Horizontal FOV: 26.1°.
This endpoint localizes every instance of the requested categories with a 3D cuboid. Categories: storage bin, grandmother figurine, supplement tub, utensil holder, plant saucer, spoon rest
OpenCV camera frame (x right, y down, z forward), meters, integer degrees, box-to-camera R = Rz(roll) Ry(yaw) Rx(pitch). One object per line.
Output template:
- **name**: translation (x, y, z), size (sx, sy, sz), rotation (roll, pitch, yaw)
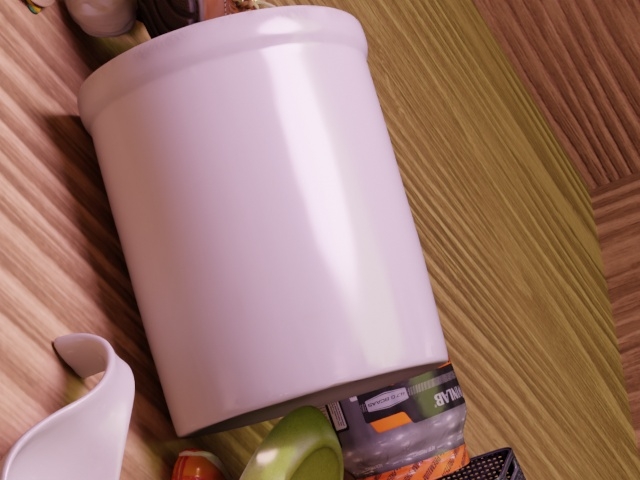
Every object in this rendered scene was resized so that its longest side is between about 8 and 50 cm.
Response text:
- **storage bin**: translation (0.193, 0.366, 1.905), size (0.084, 0.180, 0.122), rotation (66, 22, -7)
- **grandmother figurine**: translation (-0.238, -0.354, 1.693), size (0.208, 0.104, 0.342), rotation (50, 25, -26)
- **supplement tub**: translation (0.070, 0.164, 1.795), size (0.193, 0.193, 0.316), rotation (-9, 77, -68)
- **utensil holder**: translation (-0.061, -0.010, 1.494), size (0.327, 0.327, 0.386), rotation (6, 67, -66)
- **plant saucer**: translation (-0.034, 0.294, 1.454), size (0.241, 0.037, 0.241), rotation (-44, 143, -46)
- **spoon rest**: translation (-0.223, 0.185, 1.236), size (0.137, 0.084, 0.276), rotation (53, 25, -32)

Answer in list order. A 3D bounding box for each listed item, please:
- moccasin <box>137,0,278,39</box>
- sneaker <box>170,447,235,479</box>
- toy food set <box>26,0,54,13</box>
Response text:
- **moccasin**: translation (-0.118, -0.243, 1.617), size (0.139, 0.147, 0.380), rotation (56, -7, 17)
- **sneaker**: translation (-0.105, 0.285, 1.473), size (0.175, 0.064, 0.067), rotation (43, 53, -39)
- **toy food set**: translation (-0.325, -0.297, 1.539), size (0.083, 0.020, 0.083), rotation (54, 26, -33)
